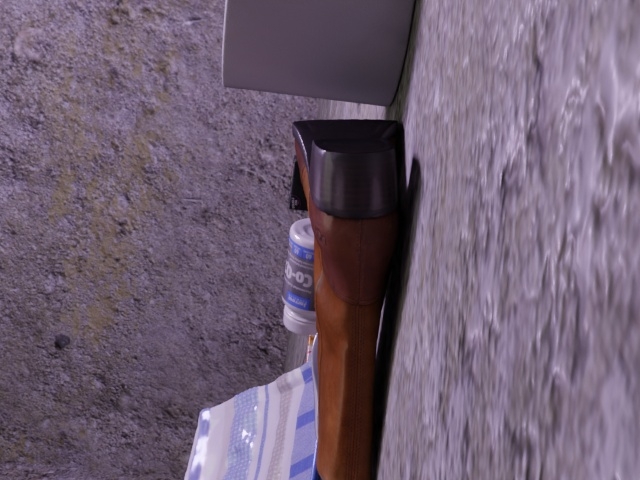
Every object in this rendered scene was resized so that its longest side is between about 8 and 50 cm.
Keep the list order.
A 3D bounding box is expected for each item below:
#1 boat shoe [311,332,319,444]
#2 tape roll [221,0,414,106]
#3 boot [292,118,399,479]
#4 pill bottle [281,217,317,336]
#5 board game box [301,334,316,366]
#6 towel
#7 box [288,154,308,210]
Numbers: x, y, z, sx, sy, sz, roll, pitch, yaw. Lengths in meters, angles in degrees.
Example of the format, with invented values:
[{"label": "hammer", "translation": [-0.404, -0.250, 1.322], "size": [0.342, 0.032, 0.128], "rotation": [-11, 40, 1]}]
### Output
[{"label": "boat shoe", "translation": [0.012, 0.144, 1.133], "size": [0.040, 0.049, 0.142], "rotation": [103, 171, -70]}, {"label": "tape roll", "translation": [0.000, -0.260, 1.120], "size": [0.246, 0.169, 0.246], "rotation": [-173, 90, -88]}, {"label": "boot", "translation": [0.029, 0.041, 0.994], "size": [0.264, 0.096, 0.280], "rotation": [-120, 29, -73]}, {"label": "pill bottle", "translation": [-0.008, 0.047, 1.460], "size": [0.078, 0.078, 0.137], "rotation": [-89, 6, -63]}, {"label": "board game box", "translation": [-0.008, 0.230, 1.357], "size": [0.147, 0.045, 0.193], "rotation": [102, 174, -61]}, {"label": "towel", "translation": [-0.075, 0.250, 1.289], "size": [0.285, 0.034, 0.209], "rotation": [-30, 41, 47]}, {"label": "box", "translation": [0.005, -0.067, 1.415], "size": [0.052, 0.083, 0.062], "rotation": [-95, 12, -78]}]
